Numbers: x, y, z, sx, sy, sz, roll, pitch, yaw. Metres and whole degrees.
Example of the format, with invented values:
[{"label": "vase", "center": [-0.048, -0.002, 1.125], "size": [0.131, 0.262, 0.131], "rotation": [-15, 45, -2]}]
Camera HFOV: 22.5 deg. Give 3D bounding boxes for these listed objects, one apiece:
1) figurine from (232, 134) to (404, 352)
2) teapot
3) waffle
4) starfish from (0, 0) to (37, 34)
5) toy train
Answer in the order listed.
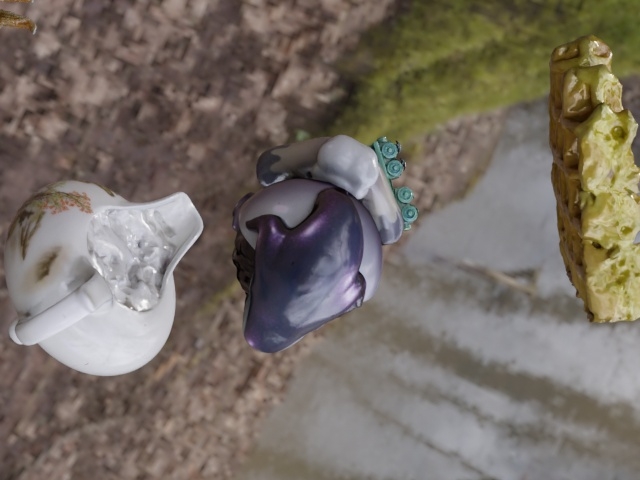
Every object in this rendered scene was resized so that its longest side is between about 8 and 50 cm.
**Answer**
[{"label": "figurine", "center": [0.000, 0.000, 1.347], "size": [0.222, 0.145, 0.145], "rotation": [-69, 159, -48]}, {"label": "teapot", "center": [-0.222, 0.037, 1.592], "size": [0.204, 0.139, 0.298], "rotation": [59, 27, -15]}, {"label": "waffle", "center": [0.222, -0.066, 1.338], "size": [0.229, 0.057, 0.219], "rotation": [-89, 171, -75]}, {"label": "starfish", "center": [-0.299, -0.180, 1.252], "size": [0.130, 0.133, 0.041], "rotation": [32, 59, -31]}, {"label": "toy train", "center": [0.061, -0.051, 1.493], "size": [0.045, 0.092, 0.029], "rotation": [-15, 171, -12]}]
